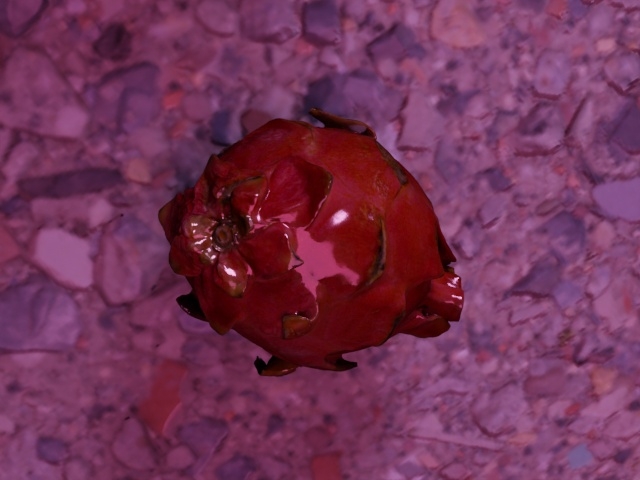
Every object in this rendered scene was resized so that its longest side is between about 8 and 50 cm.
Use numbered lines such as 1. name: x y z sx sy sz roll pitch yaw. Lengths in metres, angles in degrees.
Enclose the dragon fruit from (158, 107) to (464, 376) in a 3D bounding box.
1. dragon fruit: 0.000 0.000 0.847 0.166 0.136 0.133 19 62 -25
